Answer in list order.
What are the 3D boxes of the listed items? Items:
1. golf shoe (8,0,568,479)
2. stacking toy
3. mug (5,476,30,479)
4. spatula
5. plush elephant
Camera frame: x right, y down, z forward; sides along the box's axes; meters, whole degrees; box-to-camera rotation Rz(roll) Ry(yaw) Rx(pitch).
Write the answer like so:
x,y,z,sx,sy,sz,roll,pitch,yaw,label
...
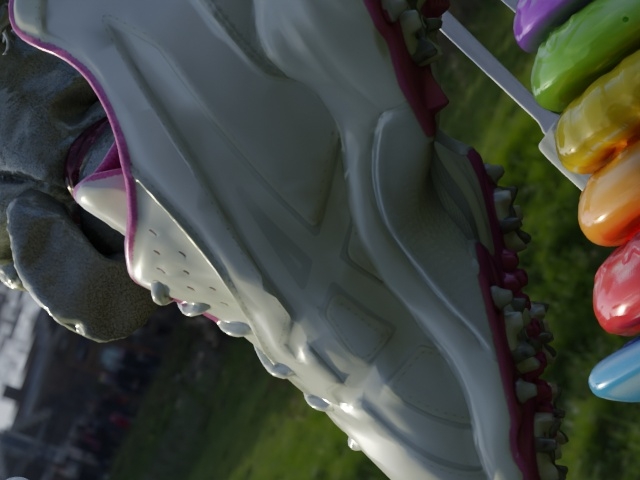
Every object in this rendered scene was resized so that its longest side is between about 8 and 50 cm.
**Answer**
x,y,z,sx,sy,sz,roll,pitch,yaw,label
0.000,0.000,0.536,0.115,0.140,0.306,-77,-32,-63,golf shoe
0.150,-0.091,0.688,0.175,0.302,0.166,-21,-13,-34,stacking toy
-0.376,0.323,1.805,0.078,0.062,0.064,-36,-2,10,mug
0.202,-0.163,1.239,0.019,0.242,0.168,-10,-38,-48,spatula
-0.143,-0.052,1.147,0.272,0.255,0.330,-43,-26,-7,plush elephant
